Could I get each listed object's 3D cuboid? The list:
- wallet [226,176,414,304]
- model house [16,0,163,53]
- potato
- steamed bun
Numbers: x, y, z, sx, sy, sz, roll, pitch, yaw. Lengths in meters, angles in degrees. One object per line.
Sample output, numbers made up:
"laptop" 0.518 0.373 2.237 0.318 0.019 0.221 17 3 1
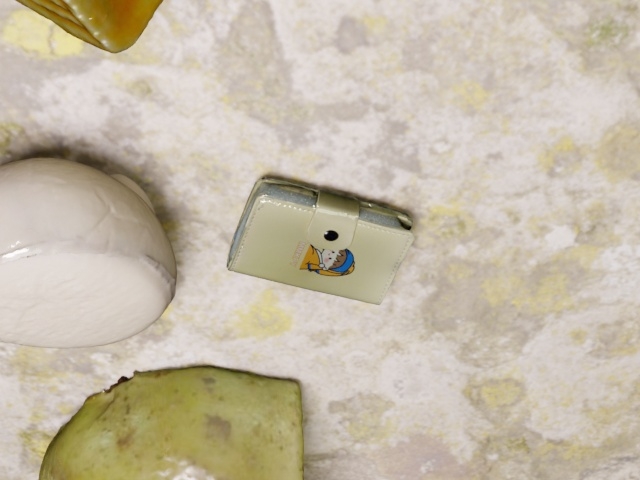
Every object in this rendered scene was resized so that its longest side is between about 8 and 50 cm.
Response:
"wallet" 0.000 0.000 0.963 0.155 0.039 0.110 14 129 -14
"model house" -0.195 -0.263 0.689 0.268 0.173 0.239 31 140 11
"potato" -0.167 0.314 1.090 0.280 0.212 0.330 6 126 -9
"steamed bun" -0.225 0.007 0.884 0.177 0.130 0.228 -29 151 21
